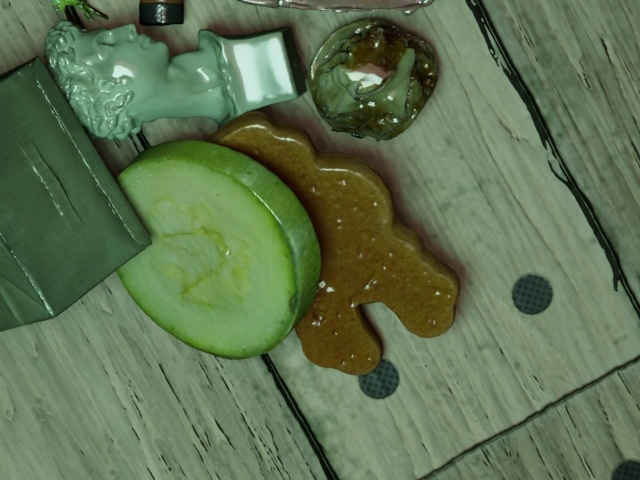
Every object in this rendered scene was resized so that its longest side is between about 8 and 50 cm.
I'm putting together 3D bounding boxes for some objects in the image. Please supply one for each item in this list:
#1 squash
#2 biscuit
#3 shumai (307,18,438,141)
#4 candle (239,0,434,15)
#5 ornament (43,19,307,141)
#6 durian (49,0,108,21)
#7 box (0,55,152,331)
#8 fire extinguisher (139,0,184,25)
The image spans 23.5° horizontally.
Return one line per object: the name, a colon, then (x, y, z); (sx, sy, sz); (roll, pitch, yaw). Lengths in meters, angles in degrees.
squash: (-0.120, 0.009, 1.636); (0.252, 0.049, 0.252); (17, 129, 22)
biscuit: (0.000, 0.000, 1.670); (0.202, 0.047, 0.334); (-33, 112, 21)
shumai: (0.056, -0.173, 1.660); (0.145, 0.116, 0.146); (-1, 98, -4)
candle: (0.026, -0.369, 1.635); (0.287, 0.131, 0.317); (43, 103, -14)
ornament: (-0.156, -0.168, 1.648); (0.285, 0.120, 0.130); (0, 98, -5)
durian: (-0.314, -0.315, 1.657); (0.215, 0.086, 0.100); (28, 128, -3)
box: (-0.315, -0.044, 1.596); (0.149, 0.155, 0.231); (-40, 107, -36)
fire extinguisher: (-0.176, -0.322, 1.665); (0.062, 0.050, 0.177); (3, 97, 29)
